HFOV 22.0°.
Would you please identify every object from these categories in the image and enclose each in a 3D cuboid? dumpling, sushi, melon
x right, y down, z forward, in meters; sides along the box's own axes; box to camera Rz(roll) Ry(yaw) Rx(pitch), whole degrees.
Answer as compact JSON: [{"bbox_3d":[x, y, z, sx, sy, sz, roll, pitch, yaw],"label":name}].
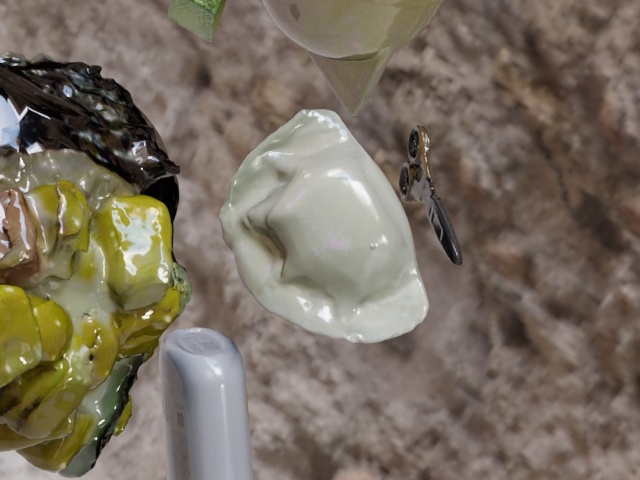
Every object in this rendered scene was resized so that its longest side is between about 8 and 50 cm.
[{"bbox_3d":[0.000,0.000,1.671,0.179,0.131,0.252,-29,82,-6],"label":"dumpling"},{"bbox_3d":[-0.241,0.047,1.322,0.329,0.328,0.285,11,33,-46],"label":"sushi"},{"bbox_3d":[-0.104,-0.274,1.638,0.064,0.118,0.209,23,40,-4],"label":"melon"}]

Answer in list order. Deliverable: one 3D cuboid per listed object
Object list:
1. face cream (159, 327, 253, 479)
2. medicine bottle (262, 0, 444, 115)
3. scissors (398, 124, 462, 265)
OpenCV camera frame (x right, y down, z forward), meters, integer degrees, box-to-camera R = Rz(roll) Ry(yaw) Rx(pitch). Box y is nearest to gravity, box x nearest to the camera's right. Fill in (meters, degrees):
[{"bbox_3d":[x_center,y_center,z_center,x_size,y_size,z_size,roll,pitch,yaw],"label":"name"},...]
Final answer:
[{"bbox_3d":[-0.096,0.228,1.452,0.071,0.291,0.144,-6,9,-16],"label":"face cream"},{"bbox_3d":[0.053,-0.353,1.885,0.236,0.406,0.235,12,48,-14],"label":"medicine bottle"},{"bbox_3d":[0.115,-0.037,1.684,0.017,0.088,0.220,6,30,-14],"label":"scissors"}]
